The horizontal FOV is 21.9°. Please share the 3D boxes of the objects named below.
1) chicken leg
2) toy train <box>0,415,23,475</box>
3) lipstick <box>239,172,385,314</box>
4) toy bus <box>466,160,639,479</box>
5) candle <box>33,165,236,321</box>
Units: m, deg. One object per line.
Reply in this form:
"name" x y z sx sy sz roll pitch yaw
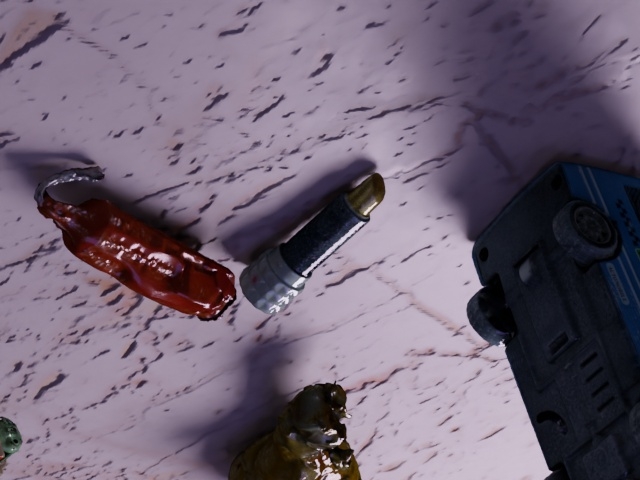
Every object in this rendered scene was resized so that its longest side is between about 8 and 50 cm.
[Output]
"chicken leg" -0.019 0.174 1.230 0.103 0.088 0.227 -1 149 -1
"toy train" -0.294 0.191 1.160 0.085 0.053 0.250 7 140 -45
"lipstick" 0.000 0.000 1.030 0.116 0.037 0.037 -40 141 25
"toy bus" 0.194 0.078 1.040 0.134 0.246 0.113 5 142 -34
"candle" -0.107 0.003 0.972 0.048 0.053 0.162 -37 140 18
